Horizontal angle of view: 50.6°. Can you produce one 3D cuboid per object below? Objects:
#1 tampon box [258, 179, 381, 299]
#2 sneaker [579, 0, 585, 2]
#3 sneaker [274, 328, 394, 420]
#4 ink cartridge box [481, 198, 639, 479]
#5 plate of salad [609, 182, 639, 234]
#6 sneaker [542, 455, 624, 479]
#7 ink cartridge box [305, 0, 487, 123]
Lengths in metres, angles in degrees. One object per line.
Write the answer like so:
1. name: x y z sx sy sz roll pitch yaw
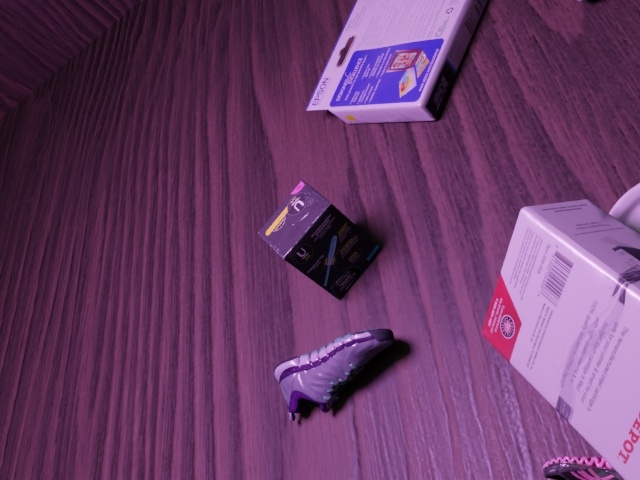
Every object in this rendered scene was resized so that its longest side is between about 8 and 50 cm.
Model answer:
1. tampon box: 0.000 0.000 1.162 0.120 0.161 0.101 -49 42 1
2. sneaker: 0.480 -0.527 1.162 0.144 0.090 0.270 -14 56 31
3. sneaker: 0.031 0.212 1.068 0.223 0.083 0.098 -28 67 30
4. ink cartridge box: 0.328 0.105 0.764 0.273 0.114 0.197 -128 39 -48
5. plate of salad: 0.438 0.012 0.806 0.199 0.048 0.200 -2 85 26
6. sneaker: 0.315 0.279 0.781 0.119 0.047 0.057 -13 66 37
7. ink cartridge box: 0.149 -0.376 1.370 0.307 0.072 0.304 8 69 47
